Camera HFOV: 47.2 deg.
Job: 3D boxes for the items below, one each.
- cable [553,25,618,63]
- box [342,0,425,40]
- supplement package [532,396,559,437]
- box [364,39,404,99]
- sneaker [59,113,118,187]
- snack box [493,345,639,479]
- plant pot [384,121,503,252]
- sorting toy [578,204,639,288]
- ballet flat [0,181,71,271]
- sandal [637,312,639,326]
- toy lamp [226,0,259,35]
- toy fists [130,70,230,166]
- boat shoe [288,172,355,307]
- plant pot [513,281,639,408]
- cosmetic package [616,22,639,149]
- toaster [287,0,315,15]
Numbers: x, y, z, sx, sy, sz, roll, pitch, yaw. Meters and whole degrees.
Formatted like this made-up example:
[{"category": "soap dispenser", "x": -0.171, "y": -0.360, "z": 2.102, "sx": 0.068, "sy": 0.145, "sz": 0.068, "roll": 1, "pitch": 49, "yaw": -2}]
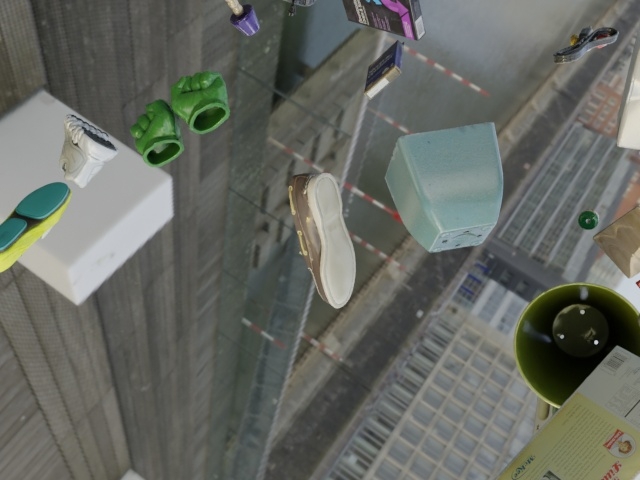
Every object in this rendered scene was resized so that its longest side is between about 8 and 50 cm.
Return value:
[{"category": "cable", "x": 0.758, "y": -0.545, "z": 2.090, "sx": 0.287, "sy": 0.139, "sz": 0.072, "roll": -48, "pitch": 139, "yaw": -43}, {"category": "box", "x": 0.103, "y": -0.419, "z": 1.282, "sx": 0.029, "sy": 0.162, "sz": 0.116, "roll": -49, "pitch": 145, "yaw": -18}, {"category": "supplement package", "x": 0.690, "y": 0.454, "z": 1.875, "sx": 0.199, "sy": 0.198, "sz": 0.262, "roll": -23, "pitch": -132, "yaw": 57}, {"category": "box", "x": 0.204, "y": -0.551, "z": 2.327, "sx": 0.136, "sy": 0.036, "sz": 0.225, "roll": -38, "pitch": -156, "yaw": 33}, {"category": "sneaker", "x": -0.525, "y": -0.197, "z": 1.603, "sx": 0.118, "sy": 0.110, "sz": 0.292, "roll": -59, "pitch": -154, "yaw": 5}, {"category": "snack box", "x": 0.451, "y": 0.335, "z": 1.176, "sx": 0.322, "sy": 0.060, "sz": 0.187, "roll": -45, "pitch": -150, "yaw": -5}, {"category": "plant pot", "x": 0.323, "y": -0.114, "z": 1.847, "sx": 0.248, "sy": 0.252, "sz": 0.247, "roll": -9, "pitch": 160, "yaw": -7}, {"category": "sorting toy", "x": 0.747, "y": 0.006, "z": 1.731, "sx": 0.132, "sy": 0.274, "sz": 0.046, "roll": -43, "pitch": 179, "yaw": 31}, {"category": "ballet flat", "x": -0.546, "y": -0.022, "z": 1.365, "sx": 0.231, "sy": 0.077, "sz": 0.077, "roll": -60, "pitch": 164, "yaw": -48}, {"category": "sandal", "x": 0.544, "y": 0.079, "z": 0.988, "sx": 0.120, "sy": 0.086, "sz": 0.303, "roll": -20, "pitch": 179, "yaw": -26}, {"category": "toy lamp", "x": -0.259, "y": -0.683, "z": 2.025, "sx": 0.080, "sy": 0.080, "sz": 0.274, "roll": -53, "pitch": 134, "yaw": -16}, {"category": "toy fists", "x": -0.343, "y": -0.305, "z": 1.771, "sx": 0.279, "sy": 0.142, "sz": 0.096, "roll": -34, "pitch": 142, "yaw": 19}, {"category": "boat shoe", "x": 0.000, "y": 0.000, "z": 1.689, "sx": 0.116, "sy": 0.097, "sz": 0.324, "roll": -32, "pitch": 119, "yaw": -43}, {"category": "plant pot", "x": 0.592, "y": 0.225, "z": 1.667, "sx": 0.275, "sy": 0.275, "sz": 0.293, "roll": -59, "pitch": 163, "yaw": 10}, {"category": "cosmetic package", "x": 0.706, "y": -0.246, "z": 1.204, "sx": 0.156, "sy": 0.385, "sz": 0.217, "roll": -55, "pitch": 153, "yaw": -51}, {"category": "toaster", "x": -0.077, "y": -0.673, "z": 1.796, "sx": 0.129, "sy": 0.146, "sz": 0.227, "roll": -3, "pitch": 115, "yaw": -49}]
